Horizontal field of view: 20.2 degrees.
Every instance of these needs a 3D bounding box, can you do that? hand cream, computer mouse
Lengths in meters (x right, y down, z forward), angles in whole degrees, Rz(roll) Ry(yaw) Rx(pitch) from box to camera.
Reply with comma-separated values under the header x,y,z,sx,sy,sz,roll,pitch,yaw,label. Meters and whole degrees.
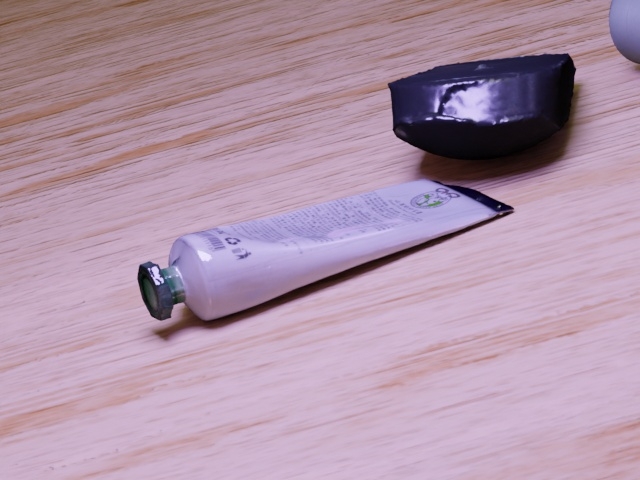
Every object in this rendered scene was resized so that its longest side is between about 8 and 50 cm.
x,y,z,sx,sy,sz,roll,pitch,yaw,label
0.000,0.000,1.601,0.336,0.076,0.121,-17,26,-24,hand cream
0.166,-0.132,1.784,0.168,0.087,0.295,-4,11,17,computer mouse

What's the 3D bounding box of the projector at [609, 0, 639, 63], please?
x,y,z,sx,sy,sz,roll,pitch,yaw,label
0.413,-0.195,1.745,0.108,0.108,0.337,-22,22,-18,projector
